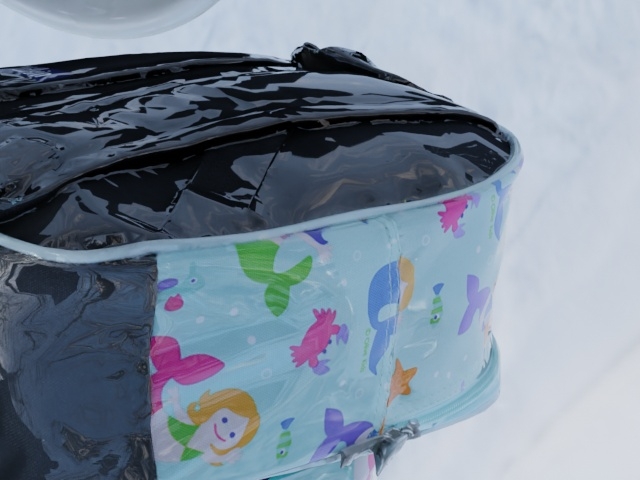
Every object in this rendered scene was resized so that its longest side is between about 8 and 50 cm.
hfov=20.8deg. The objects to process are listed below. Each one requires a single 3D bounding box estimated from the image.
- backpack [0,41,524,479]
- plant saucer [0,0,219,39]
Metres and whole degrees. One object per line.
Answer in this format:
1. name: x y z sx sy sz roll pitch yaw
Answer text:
1. backpack: -0.053 0.018 0.645 0.225 0.253 0.191 19 119 41
2. plant saucer: -0.191 -0.357 1.371 0.400 0.100 0.400 17 129 22
